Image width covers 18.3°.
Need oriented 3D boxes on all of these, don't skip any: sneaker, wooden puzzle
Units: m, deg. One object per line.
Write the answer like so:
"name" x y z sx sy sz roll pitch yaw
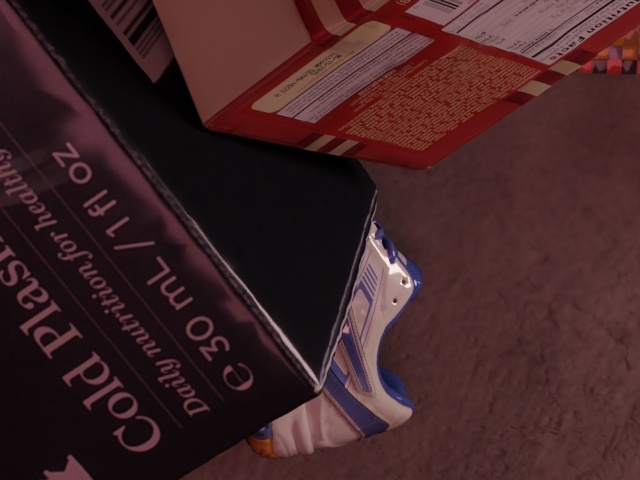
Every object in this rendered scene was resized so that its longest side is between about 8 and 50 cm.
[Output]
"sneaker" 0.000 0.000 1.334 0.131 0.112 0.296 -7 113 -9
"wooden puzzle" 0.199 -0.136 1.327 0.083 0.006 0.049 1 107 1

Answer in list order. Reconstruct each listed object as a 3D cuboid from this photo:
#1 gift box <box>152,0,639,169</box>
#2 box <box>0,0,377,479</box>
"gift box" 0.028 -0.217 1.083 0.255 0.276 0.258 -33 66 24
"box" -0.301 -0.038 1.127 0.472 0.297 0.480 -33 105 20
